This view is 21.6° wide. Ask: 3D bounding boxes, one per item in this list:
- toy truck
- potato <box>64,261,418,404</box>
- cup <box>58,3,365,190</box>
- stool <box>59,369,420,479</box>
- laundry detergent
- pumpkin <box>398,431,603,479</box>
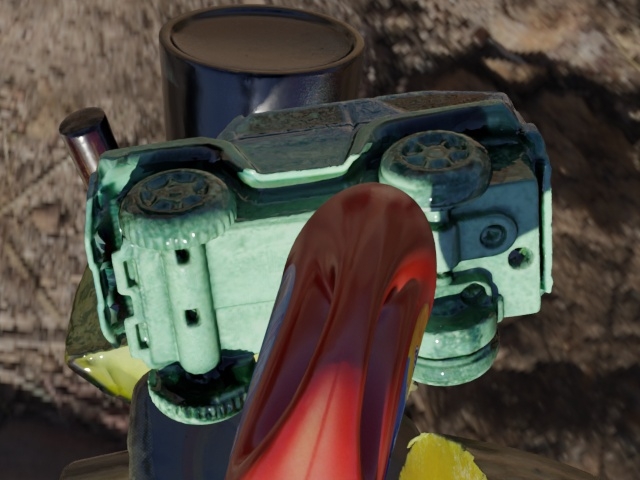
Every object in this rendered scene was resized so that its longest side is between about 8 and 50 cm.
[{"bbox_3d":[0.000,0.000,1.021,0.279,0.156,0.155,-8,123,-2],"label":"toy truck"},{"bbox_3d":[-0.049,0.076,1.741,0.330,0.213,0.280,-18,136,19],"label":"potato"},{"bbox_3d":[-0.088,-0.087,1.381,0.239,0.166,0.177,2,117,-4],"label":"cup"},{"bbox_3d":[-0.065,0.291,1.423,0.310,0.310,0.226,17,142,-30],"label":"stool"},{"bbox_3d":[-0.002,0.062,0.480,0.049,0.165,0.097,14,133,2],"label":"laundry detergent"},{"bbox_3d":[0.113,0.186,0.764,0.110,0.217,0.217,-9,112,-10],"label":"pumpkin"}]
